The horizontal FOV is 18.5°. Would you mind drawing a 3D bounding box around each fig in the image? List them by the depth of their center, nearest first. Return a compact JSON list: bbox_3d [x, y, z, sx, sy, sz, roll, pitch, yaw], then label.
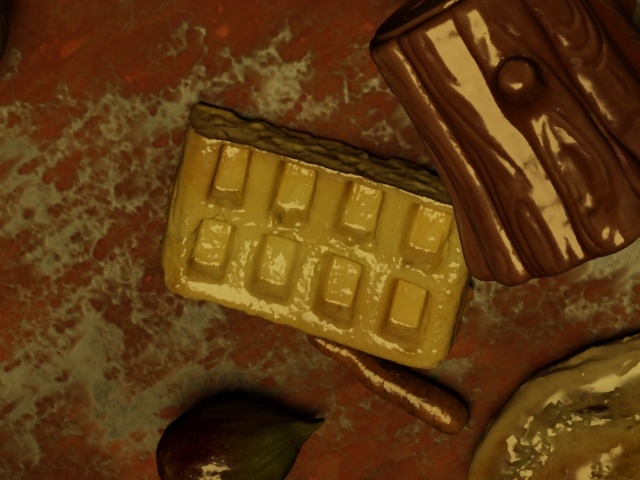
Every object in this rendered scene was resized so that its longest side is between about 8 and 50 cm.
[{"bbox_3d":[-0.069,0.187,1.744,0.155,0.109,0.103,-20,95,-9],"label":"fig"}]

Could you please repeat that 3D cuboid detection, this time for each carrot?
[{"bbox_3d":[0.058,0.121,1.715,0.165,0.035,0.035,29,118,0],"label":"carrot"}]

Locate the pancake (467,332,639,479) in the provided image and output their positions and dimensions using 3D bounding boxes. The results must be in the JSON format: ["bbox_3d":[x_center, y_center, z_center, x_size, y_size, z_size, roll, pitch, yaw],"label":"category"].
[{"bbox_3d":[0.299,0.260,1.701,0.387,0.082,0.387,6,114,13],"label":"pancake"}]

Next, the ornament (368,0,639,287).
[{"bbox_3d":[0.159,-0.106,1.486,0.235,0.221,0.217,-32,101,15],"label":"ornament"}]

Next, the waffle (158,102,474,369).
[{"bbox_3d":[0.000,0.000,1.654,0.274,0.057,0.168,17,118,3],"label":"waffle"}]

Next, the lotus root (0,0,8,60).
[{"bbox_3d":[-0.370,-0.141,1.622,0.278,0.154,0.154,-37,103,24],"label":"lotus root"}]
